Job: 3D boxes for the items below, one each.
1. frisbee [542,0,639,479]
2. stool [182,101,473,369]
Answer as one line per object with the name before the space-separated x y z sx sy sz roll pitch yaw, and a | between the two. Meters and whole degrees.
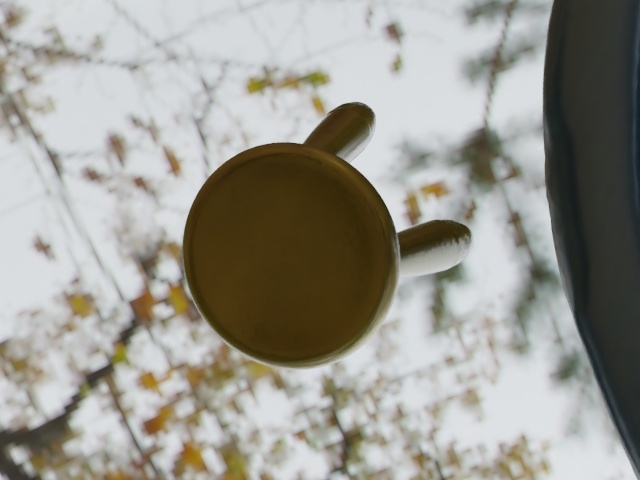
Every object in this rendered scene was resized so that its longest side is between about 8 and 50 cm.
frisbee | 0.188 -0.021 0.397 0.289 0.289 0.049 -21 178 2
stool | 0.000 0.000 0.989 0.135 0.134 0.110 7 -170 19
